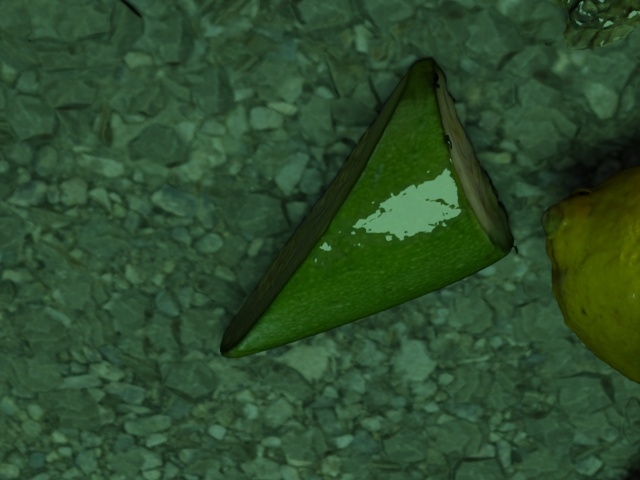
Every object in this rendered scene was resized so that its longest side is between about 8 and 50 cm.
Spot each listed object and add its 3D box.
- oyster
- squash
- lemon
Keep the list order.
[{"bbox_3d":[0.255,-0.205,1.227,0.106,0.061,0.200,39,120,-18],"label":"oyster"},{"bbox_3d":[0.000,0.000,1.372,0.289,0.111,0.203,-17,120,19],"label":"squash"},{"bbox_3d":[0.289,0.031,1.315,0.257,0.188,0.188,18,125,-9],"label":"lemon"}]
